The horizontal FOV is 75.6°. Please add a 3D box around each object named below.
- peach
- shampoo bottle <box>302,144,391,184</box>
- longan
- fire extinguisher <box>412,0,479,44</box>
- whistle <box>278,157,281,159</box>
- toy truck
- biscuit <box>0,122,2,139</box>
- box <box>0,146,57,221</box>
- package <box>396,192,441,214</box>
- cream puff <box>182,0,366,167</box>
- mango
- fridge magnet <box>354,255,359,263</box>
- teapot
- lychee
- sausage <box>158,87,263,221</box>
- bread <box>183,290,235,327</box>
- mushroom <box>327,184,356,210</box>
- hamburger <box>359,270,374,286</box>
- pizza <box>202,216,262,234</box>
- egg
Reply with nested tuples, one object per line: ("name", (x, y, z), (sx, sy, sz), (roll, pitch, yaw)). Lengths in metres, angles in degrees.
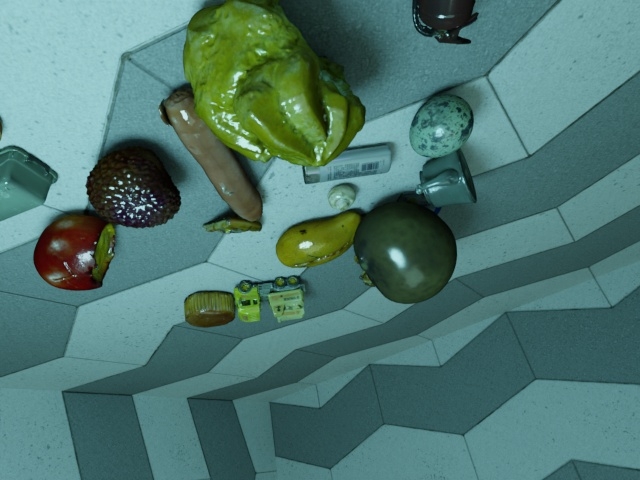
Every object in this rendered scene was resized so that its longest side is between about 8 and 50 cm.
("peach", (-0.621, 0.033, 1.079), (0.226, 0.196, 0.190), (-23, 180, 21))
("shampoo bottle", (0.067, -0.195, 1.070), (0.227, 0.056, 0.086), (-9, 150, -4))
("longan", (0.251, 0.032, 1.236), (0.319, 0.319, 0.319), (-9, 148, -5))
("fire extinguisher", (0.220, -0.463, 0.648), (0.141, 0.105, 0.341), (-11, 146, 1))
("whistle", (-0.060, -0.231, 0.945), (0.158, 0.090, 0.090), (-16, 148, 7))
("toy truck", (-0.189, 0.237, 1.576), (0.272, 0.157, 0.124), (-6, 148, -11))
("biscuit", (-0.690, -0.267, 0.712), (0.183, 0.043, 0.280), (-22, 143, 9))
("box", (-0.691, -0.115, 0.904), (0.172, 0.093, 0.124), (-19, 148, 11))
("package", (0.314, -0.103, 1.330), (0.173, 0.027, 0.171), (-1, 147, -9))
("cream puff", (-0.094, -0.247, 0.740), (0.274, 0.270, 0.323), (-26, 145, 30))
("mango", (0.000, 0.005, 1.306), (0.295, 0.120, 0.177), (-18, 148, 8))
("fridge magnet", (0.194, 0.057, 1.510), (0.143, 0.063, 0.143), (-12, 150, -7))
("teapot", (0.339, -0.160, 1.150), (0.149, 0.162, 0.239), (-19, 179, 27))
("lychee", (-0.421, -0.109, 0.919), (0.188, 0.188, 0.188), (-9, 148, -5))
("sausage", (-0.231, -0.173, 0.968), (0.094, 0.094, 0.419), (21, 158, 23))
("bread", (-0.430, 0.274, 1.604), (0.199, 0.104, 0.199), (-8, 150, -5))
("mushroom", (0.062, -0.119, 1.180), (0.083, 0.067, 0.083), (-14, 154, -7))
("hamburger", (0.240, 0.129, 1.630), (0.176, 0.087, 0.102), (-23, 160, 3))
("pizza", (-0.265, -0.039, 1.178), (0.176, 0.036, 0.184), (-5, 175, 7))
("egg", (0.278, -0.262, 0.966), (0.132, 0.132, 0.172), (3, 158, -22))
